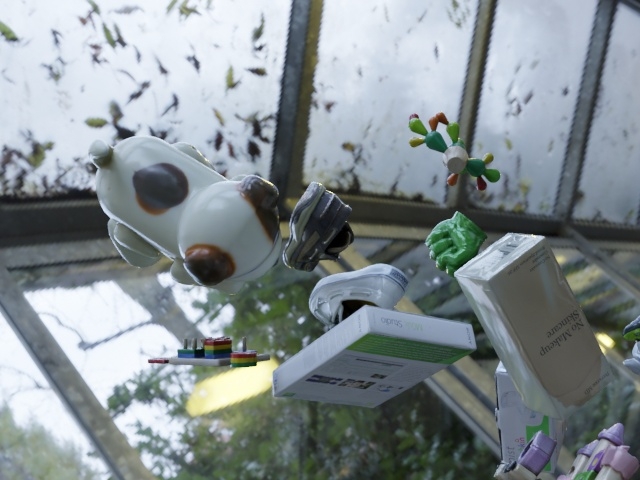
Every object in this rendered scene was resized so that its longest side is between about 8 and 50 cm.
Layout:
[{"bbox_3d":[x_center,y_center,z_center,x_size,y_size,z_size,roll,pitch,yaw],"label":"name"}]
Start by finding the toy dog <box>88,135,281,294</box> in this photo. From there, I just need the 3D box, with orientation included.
[{"bbox_3d":[-0.236,-0.062,1.823,0.284,0.408,0.395,-48,-43,-17],"label":"toy dog"}]

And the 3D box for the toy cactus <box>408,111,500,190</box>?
[{"bbox_3d":[0.259,-0.167,1.833,0.112,0.219,0.180,-45,7,19],"label":"toy cactus"}]

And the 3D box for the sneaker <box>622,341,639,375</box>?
[{"bbox_3d":[0.733,0.241,1.988,0.365,0.210,0.137,31,-96,-35],"label":"sneaker"}]

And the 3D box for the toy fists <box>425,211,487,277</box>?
[{"bbox_3d":[0.388,0.055,2.305,0.142,0.279,0.096,-49,-18,-1],"label":"toy fists"}]

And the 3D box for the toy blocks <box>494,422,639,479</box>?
[{"bbox_3d":[0.524,0.448,1.803,0.260,0.309,0.288,-52,-7,-19],"label":"toy blocks"}]

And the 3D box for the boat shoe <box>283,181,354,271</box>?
[{"bbox_3d":[0.000,0.000,2.098,0.132,0.130,0.355,-59,-8,-20],"label":"boat shoe"}]

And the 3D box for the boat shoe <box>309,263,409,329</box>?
[{"bbox_3d":[0.065,0.174,2.210,0.136,0.367,0.156,41,-121,-19],"label":"boat shoe"}]

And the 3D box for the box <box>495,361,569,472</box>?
[{"bbox_3d":[0.483,0.344,2.083,0.231,0.126,0.262,-49,-43,-54],"label":"box"}]

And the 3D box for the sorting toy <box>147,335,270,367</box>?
[{"bbox_3d":[-0.189,0.199,1.674,0.132,0.274,0.046,2,-95,-50],"label":"sorting toy"}]

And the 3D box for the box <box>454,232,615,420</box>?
[{"bbox_3d":[0.389,0.155,1.673,0.148,0.121,0.311,-36,-75,-16],"label":"box"}]

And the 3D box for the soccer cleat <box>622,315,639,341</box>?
[{"bbox_3d":[0.652,0.134,1.766,0.178,0.072,0.060,-27,-36,2],"label":"soccer cleat"}]

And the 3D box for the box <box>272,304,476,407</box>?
[{"bbox_3d":[0.089,0.217,1.658,0.232,0.059,0.322,12,-32,-30],"label":"box"}]
